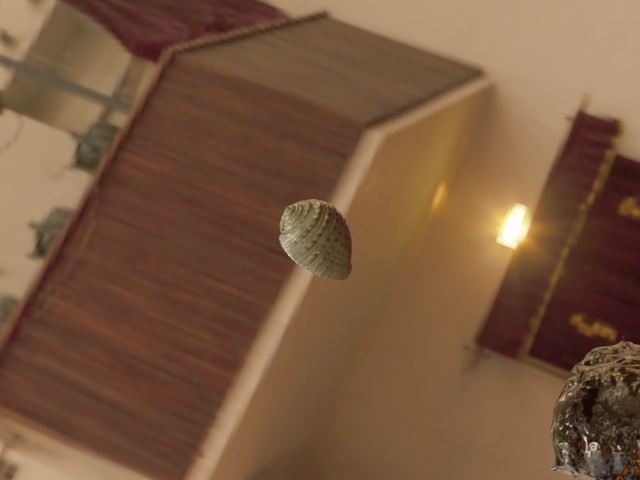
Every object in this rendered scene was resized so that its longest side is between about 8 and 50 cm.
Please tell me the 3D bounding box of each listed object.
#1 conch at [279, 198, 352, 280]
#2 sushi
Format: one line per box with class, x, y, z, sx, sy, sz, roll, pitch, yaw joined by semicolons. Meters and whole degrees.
conch;0.001;-0.003;1.412;0.056;0.085;0.076;-59;12;33
sushi;0.327;0.182;1.590;0.225;0.127;0.124;-29;-57;-57
